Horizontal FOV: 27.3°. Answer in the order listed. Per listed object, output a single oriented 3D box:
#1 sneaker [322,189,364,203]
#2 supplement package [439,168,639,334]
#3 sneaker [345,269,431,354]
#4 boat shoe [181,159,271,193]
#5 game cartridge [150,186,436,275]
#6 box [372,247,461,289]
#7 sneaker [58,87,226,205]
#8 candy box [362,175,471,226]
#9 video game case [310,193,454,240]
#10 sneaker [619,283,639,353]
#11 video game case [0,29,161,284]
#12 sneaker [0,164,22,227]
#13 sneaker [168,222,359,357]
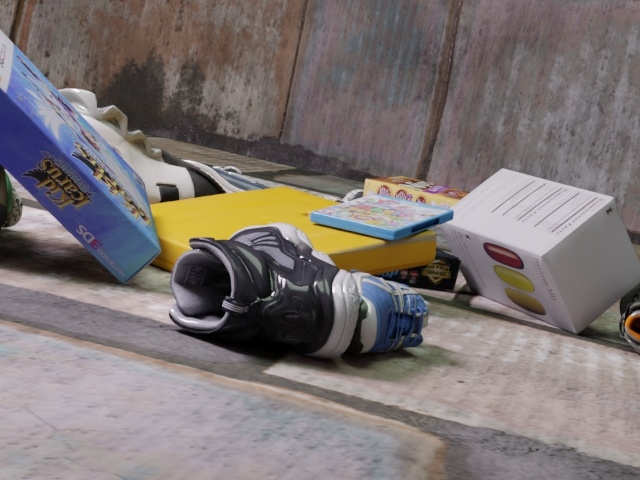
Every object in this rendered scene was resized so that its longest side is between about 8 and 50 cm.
[{"bbox_3d":[0.073,-0.037,2.272,0.106,0.078,0.234,18,12,22],"label":"sneaker"},{"bbox_3d":[0.295,0.009,1.787,0.134,0.139,0.244,-37,26,-17],"label":"supplement package"},{"bbox_3d":[0.065,0.071,1.305,0.081,0.080,0.211,10,7,8],"label":"sneaker"},{"bbox_3d":[-0.138,-0.063,2.012,0.254,0.095,0.079,14,8,6],"label":"boat shoe"},{"bbox_3d":[-0.066,-0.001,1.625,0.324,0.052,0.285,-12,22,-43],"label":"game cartridge"},{"bbox_3d":[0.062,0.017,1.870,0.220,0.051,0.175,8,9,-27],"label":"box"},{"bbox_3d":[-0.249,-0.055,1.756,0.122,0.146,0.330,-15,-36,39],"label":"sneaker"},{"bbox_3d":[0.173,-0.060,2.108,0.187,0.053,0.109,14,13,34],"label":"candy box"},{"bbox_3d":[0.080,-0.031,1.656,0.119,0.015,0.166,13,16,29],"label":"video game case"},{"bbox_3d":[0.426,0.097,1.672,0.108,0.100,0.271,6,7,-5],"label":"sneaker"},{"bbox_3d":[-0.289,-0.102,1.429,0.269,0.061,0.244,48,6,-22],"label":"video game case"},{"bbox_3d":[-0.402,-0.072,1.501,0.182,0.158,0.410,28,2,-34],"label":"sneaker"},{"bbox_3d":[-0.079,0.032,1.265,0.153,0.101,0.268,11,9,-27],"label":"sneaker"}]
